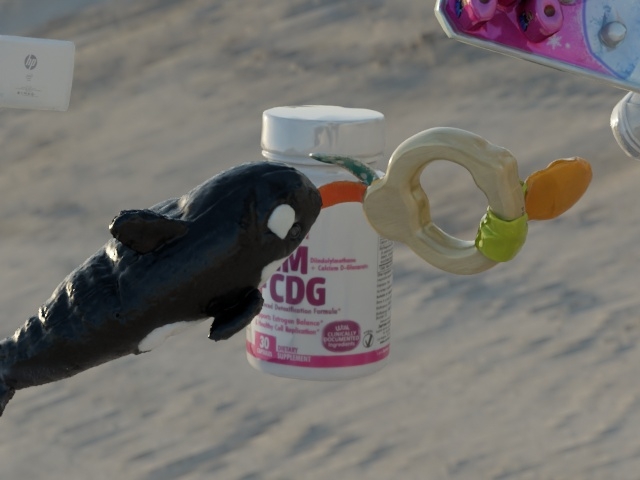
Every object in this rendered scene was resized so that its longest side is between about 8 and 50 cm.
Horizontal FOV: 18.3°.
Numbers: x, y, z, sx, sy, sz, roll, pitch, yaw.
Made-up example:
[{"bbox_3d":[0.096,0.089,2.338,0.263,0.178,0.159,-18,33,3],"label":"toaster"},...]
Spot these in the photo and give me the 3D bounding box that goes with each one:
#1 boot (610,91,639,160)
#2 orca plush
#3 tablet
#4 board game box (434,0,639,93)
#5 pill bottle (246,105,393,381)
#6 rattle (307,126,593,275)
[{"bbox_3d":[0.399,-0.175,2.011,0.123,0.095,0.258,-30,13,46],"label":"boot"},{"bbox_3d":[-0.140,0.008,1.428,0.287,0.102,0.151,-20,45,4],"label":"orca plush"},{"bbox_3d":[-0.220,-0.126,1.497,0.006,0.054,0.083,14,10,44],"label":"tablet"},{"bbox_3d":[0.303,-0.270,1.287,0.390,0.390,0.050,15,-6,-11],"label":"board game box"},{"bbox_3d":[0.000,0.000,2.179,0.160,0.283,0.160,1,11,0],"label":"pill bottle"},{"bbox_3d":[0.101,-0.054,1.662,0.199,0.130,0.143,3,41,39],"label":"rattle"}]
